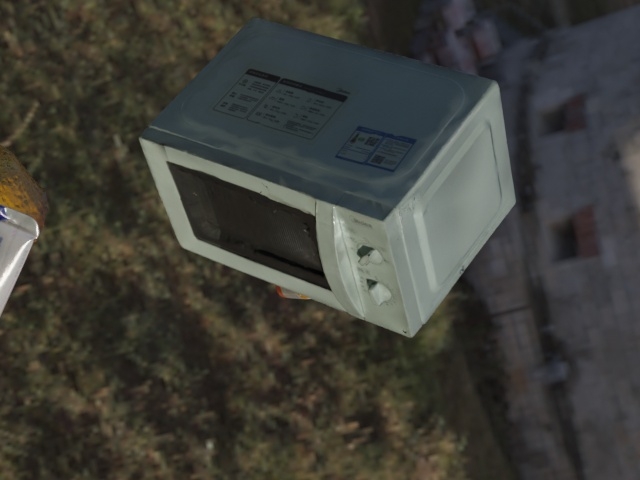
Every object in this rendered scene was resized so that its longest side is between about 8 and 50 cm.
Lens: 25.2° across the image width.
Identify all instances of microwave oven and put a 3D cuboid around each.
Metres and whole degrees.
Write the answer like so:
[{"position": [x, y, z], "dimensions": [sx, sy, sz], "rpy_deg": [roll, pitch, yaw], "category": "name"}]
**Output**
[{"position": [0.008, -0.047, 0.988], "dimensions": [0.162, 0.208, 0.122], "rpy_deg": [-50, 144, -30], "category": "microwave oven"}]

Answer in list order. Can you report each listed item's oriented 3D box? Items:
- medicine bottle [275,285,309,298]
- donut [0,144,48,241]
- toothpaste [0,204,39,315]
[{"position": [-0.001, 0.000, 1.925], "dimensions": [0.222, 0.112, 0.149], "rpy_deg": [173, -96, -76], "category": "medicine bottle"}, {"position": [-0.447, -0.016, 1.695], "dimensions": [0.253, 0.253, 0.118], "rpy_deg": [-75, 145, -49], "category": "donut"}, {"position": [-0.314, 0.102, 1.145], "dimensions": [0.066, 0.100, 0.323], "rpy_deg": [-64, 178, -66], "category": "toothpaste"}]
